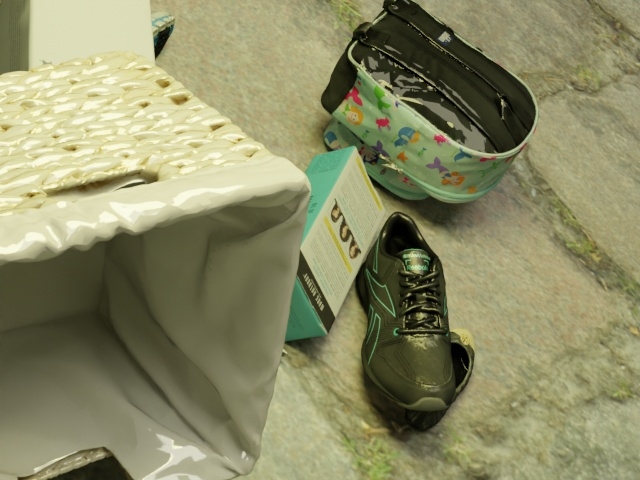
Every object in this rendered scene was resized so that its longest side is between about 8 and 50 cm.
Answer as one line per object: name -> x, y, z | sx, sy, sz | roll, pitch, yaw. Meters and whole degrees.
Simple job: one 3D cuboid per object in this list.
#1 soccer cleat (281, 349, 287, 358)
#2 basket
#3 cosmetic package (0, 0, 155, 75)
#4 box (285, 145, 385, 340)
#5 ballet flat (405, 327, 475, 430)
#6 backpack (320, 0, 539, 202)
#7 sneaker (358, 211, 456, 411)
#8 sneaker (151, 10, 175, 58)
soccer cleat -> -0.065, 0.131, 1.409 | 0.035, 0.029, 0.083 | 37, 36, 7
basket -> -0.226, 0.048, 1.089 | 0.328, 0.331, 0.266 | -16, 44, -36
cosmetic package -> -0.275, -0.158, 1.388 | 0.138, 0.224, 0.224 | 12, 46, -25
box -> 0.000, 0.000, 1.520 | 0.100, 0.060, 0.244 | 63, 32, -26
ballet flat -> 0.145, 0.154, 1.514 | 0.057, 0.049, 0.173 | 37, 40, 0
backpack -> 0.143, -0.166, 1.710 | 0.253, 0.191, 0.225 | 32, 42, 7
sneaker -> 0.094, 0.076, 1.478 | 0.101, 0.106, 0.267 | 2, 38, -14
sneaker -> -0.250, -0.246, 1.613 | 0.083, 0.071, 0.191 | 36, 40, 9
